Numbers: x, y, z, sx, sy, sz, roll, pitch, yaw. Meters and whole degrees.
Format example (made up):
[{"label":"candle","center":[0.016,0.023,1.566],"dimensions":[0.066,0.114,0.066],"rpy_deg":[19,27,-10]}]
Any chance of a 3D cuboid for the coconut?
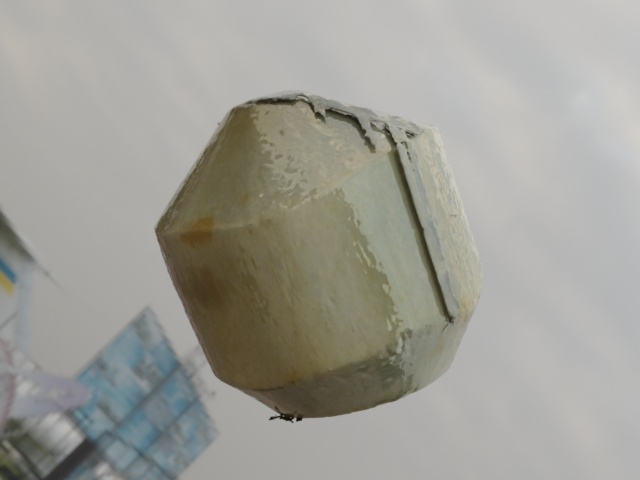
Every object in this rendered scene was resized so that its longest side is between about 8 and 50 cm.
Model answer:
[{"label":"coconut","center":[0.000,0.000,1.239],"dimensions":[0.323,0.323,0.323],"rpy_deg":[42,-15,14]}]
